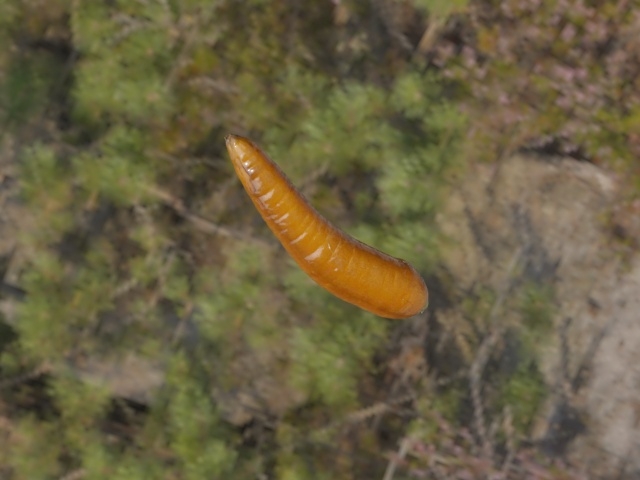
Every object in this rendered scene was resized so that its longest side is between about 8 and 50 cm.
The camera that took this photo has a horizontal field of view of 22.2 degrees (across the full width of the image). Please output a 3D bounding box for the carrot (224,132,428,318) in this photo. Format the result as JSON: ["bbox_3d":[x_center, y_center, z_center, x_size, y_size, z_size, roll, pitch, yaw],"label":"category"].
[{"bbox_3d":[0.000,0.000,1.487,0.066,0.271,0.062,-30,36,40],"label":"carrot"}]
